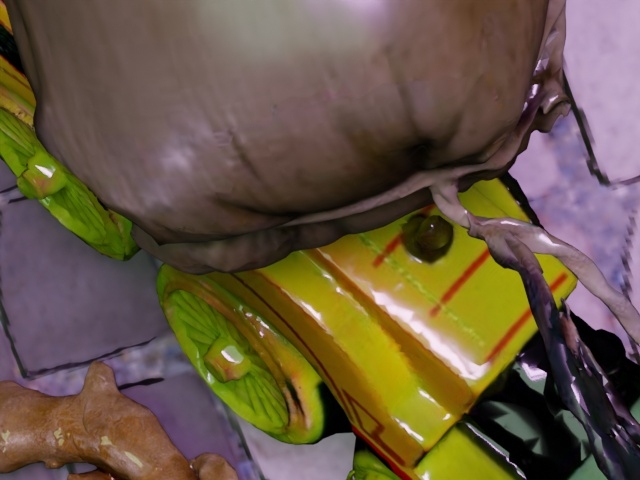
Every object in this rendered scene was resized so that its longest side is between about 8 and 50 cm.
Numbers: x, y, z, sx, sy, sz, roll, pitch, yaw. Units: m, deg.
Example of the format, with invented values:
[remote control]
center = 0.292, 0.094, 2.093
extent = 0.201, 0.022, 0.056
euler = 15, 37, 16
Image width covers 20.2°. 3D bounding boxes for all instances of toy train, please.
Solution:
[toy train]
center = 0.000, 0.000, 0.614
extent = 0.296, 0.160, 0.100
euler = 42, 67, 6

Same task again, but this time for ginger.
[ginger]
center = -0.104, 0.152, 0.739
extent = 0.176, 0.052, 0.193
euler = -15, 95, 26

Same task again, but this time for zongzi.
[zongzi]
center = -0.039, -0.159, 0.409
extent = 0.181, 0.418, 0.447
euler = -15, 65, 10
